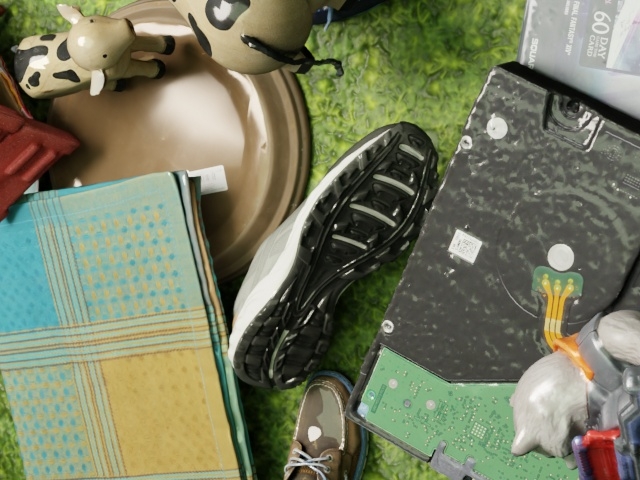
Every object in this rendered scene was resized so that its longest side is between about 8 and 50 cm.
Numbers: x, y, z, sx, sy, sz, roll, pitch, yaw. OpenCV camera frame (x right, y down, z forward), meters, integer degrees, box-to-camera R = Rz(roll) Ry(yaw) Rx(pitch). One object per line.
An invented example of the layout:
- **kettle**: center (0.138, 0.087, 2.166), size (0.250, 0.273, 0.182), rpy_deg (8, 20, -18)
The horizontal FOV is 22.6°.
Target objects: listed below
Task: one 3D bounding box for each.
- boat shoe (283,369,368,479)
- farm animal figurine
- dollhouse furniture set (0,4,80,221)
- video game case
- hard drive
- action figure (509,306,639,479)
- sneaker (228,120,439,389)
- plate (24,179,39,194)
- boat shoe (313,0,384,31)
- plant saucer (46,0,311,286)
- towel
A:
- **boat shoe**: center (0.001, 0.209, 1.430), size (0.066, 0.066, 0.183), rpy_deg (3, 97, 24)
- **farm animal figurine**: center (-0.124, -0.226, 1.303), size (0.327, 0.172, 0.330), rpy_deg (33, 113, 29)
- **dollhouse furniture set**: center (-0.433, -0.062, 1.486), size (0.374, 0.152, 0.201), rpy_deg (-40, 59, 16)
- **video game case**: center (0.297, -0.176, 1.276), size (0.274, 0.026, 0.196), rpy_deg (13, 102, 23)
- **hard drive**: center (0.185, 0.053, 1.319), size (0.237, 0.064, 0.339), rpy_deg (28, 110, 18)
- **action figure**: center (0.303, 0.121, 1.216), size (0.330, 0.341, 0.178), rpy_deg (-8, 55, 1)
- **sneaker**: center (-0.001, 0.000, 1.384), size (0.100, 0.108, 0.271), rpy_deg (25, 116, -27)
- **plate**: center (-0.351, -0.063, 1.581), size (0.188, 0.024, 0.188), rpy_deg (3, 96, 24)
- **boat shoe**: center (0.051, -0.258, 1.341), size (0.258, 0.089, 0.109), rpy_deg (-25, 86, 24)
- **plant saucer**: center (-0.141, -0.088, 1.476), size (0.278, 0.041, 0.277), rpy_deg (3, 97, 23)
- **towel**: center (-0.191, 0.125, 1.494), size (0.271, 0.040, 0.370), rpy_deg (-6, 101, 32)
